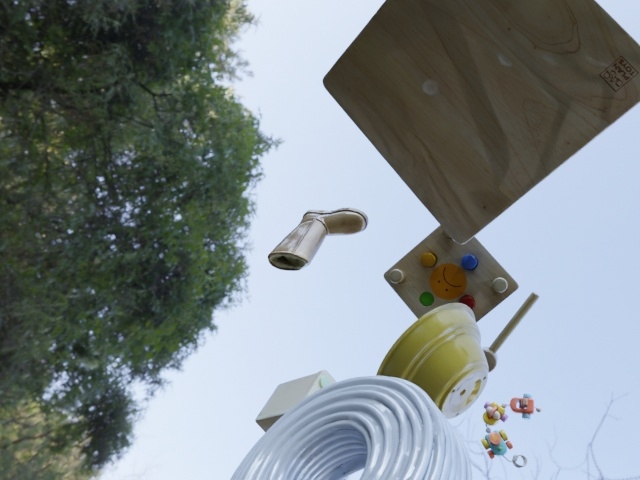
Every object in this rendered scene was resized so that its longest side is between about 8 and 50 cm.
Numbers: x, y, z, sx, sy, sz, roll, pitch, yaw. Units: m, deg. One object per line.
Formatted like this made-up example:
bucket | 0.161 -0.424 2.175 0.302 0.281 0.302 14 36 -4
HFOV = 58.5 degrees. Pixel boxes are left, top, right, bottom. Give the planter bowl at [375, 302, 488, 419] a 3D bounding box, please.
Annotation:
planter bowl | 0.194 0.212 0.891 0.090 0.217 0.217 42 -46 43

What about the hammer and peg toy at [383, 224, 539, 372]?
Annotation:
hammer and peg toy | 0.373 0.142 1.475 0.266 0.127 0.361 -43 -106 9

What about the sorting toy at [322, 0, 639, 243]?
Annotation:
sorting toy | 0.175 -0.176 0.628 0.257 0.089 0.255 52 -57 10

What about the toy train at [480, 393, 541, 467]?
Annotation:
toy train | 0.424 0.414 1.283 0.125 0.166 0.046 5 -34 24

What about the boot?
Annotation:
boot | 0.000 0.000 1.744 0.236 0.269 0.089 -1 -61 25

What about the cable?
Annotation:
cable | 0.012 0.237 0.536 0.089 0.257 0.257 57 -21 -17

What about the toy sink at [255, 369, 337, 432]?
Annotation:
toy sink | -0.006 0.401 1.313 0.152 0.131 0.234 50 -46 -11
